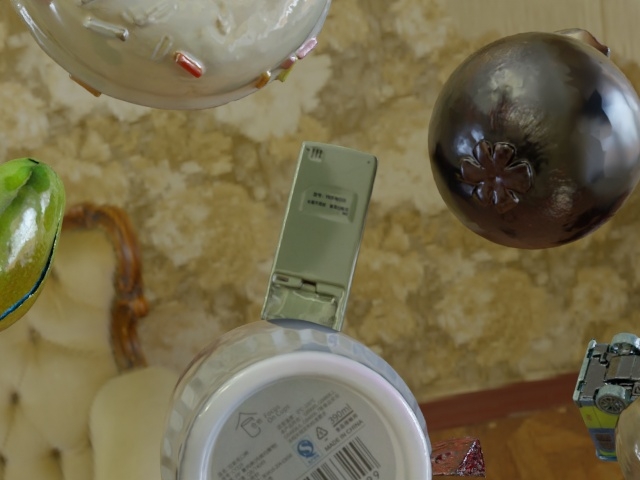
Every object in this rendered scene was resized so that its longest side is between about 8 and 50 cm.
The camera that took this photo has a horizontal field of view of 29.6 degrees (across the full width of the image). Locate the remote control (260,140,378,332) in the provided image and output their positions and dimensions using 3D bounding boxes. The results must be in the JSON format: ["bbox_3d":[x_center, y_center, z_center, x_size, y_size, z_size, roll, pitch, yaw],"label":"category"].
[{"bbox_3d":[0.000,0.000,1.740,0.124,0.285,0.038,11,-15,3],"label":"remote control"}]

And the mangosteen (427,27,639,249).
[{"bbox_3d":[0.310,-0.149,1.704,0.307,0.306,0.347,4,24,29],"label":"mangosteen"}]

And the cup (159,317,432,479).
[{"bbox_3d":[-0.025,0.196,1.128,0.253,0.253,0.371,-15,-3,-6],"label":"cup"}]

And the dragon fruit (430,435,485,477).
[{"bbox_3d":[0.178,0.330,1.857,0.131,0.063,0.097,-4,-12,30],"label":"dragon fruit"}]

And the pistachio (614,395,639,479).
[{"bbox_3d":[0.554,0.322,1.754,0.288,0.197,0.166,30,6,35],"label":"pistachio"}]

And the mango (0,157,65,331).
[{"bbox_3d":[-0.314,0.011,1.161,0.111,0.125,0.233,13,43,23],"label":"mango"}]

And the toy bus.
[{"bbox_3d":[0.603,0.268,2.037,0.312,0.190,0.152,-4,39,32],"label":"toy bus"}]

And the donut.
[{"bbox_3d":[-0.143,-0.322,1.252,0.383,0.382,0.142,-22,5,-19],"label":"donut"}]
